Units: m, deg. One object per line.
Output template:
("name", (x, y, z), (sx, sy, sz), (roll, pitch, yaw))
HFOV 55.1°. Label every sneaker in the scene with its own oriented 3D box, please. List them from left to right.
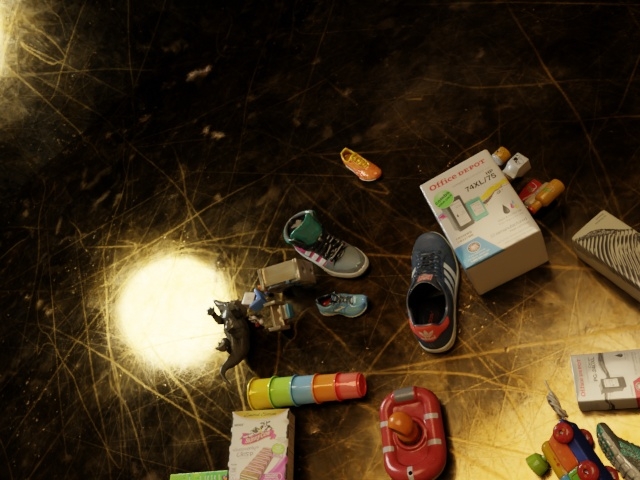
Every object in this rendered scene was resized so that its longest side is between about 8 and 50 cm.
("sneaker", (0.000, 0.000, 1.811), (0.296, 0.178, 0.123), (23, 73, 39))
("sneaker", (0.058, 0.177, 1.728), (0.162, 0.073, 0.063), (-10, 55, 25))
("sneaker", (0.125, -0.243, 1.977), (0.175, 0.067, 0.064), (33, 78, 39))
("sneaker", (0.285, 0.105, 1.592), (0.131, 0.148, 0.350), (-15, 53, 22))
("sneaker", (0.628, 0.435, 1.238), (0.076, 0.065, 0.166), (-25, 51, -7))

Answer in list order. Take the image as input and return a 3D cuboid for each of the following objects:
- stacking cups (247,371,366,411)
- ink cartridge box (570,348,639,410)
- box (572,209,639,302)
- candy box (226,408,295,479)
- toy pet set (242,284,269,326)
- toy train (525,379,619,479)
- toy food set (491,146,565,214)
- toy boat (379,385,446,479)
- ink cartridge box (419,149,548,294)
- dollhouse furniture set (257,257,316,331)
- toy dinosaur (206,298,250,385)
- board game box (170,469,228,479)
("stacking cups", (-0.039, 0.396, 1.622), (0.316, 0.096, 0.096), (-11, 55, 24))
("ink cartridge box", (0.623, 0.300, 1.318), (0.151, 0.063, 0.109), (-11, 55, 24))
("box", (0.722, 0.057, 1.404), (0.113, 0.094, 0.275), (-43, 48, -1))
("candy box", (-0.151, 0.558, 1.573), (0.159, 0.071, 0.233), (-6, 55, 9))
("toy pet set", (-0.174, 0.186, 1.833), (0.065, 0.114, 0.122), (-1, 61, 29))
("toy train", (0.490, 0.437, 1.291), (0.143, 0.105, 0.248), (-48, 40, 22))
("toy food set", (0.532, -0.148, 1.642), (0.104, 0.111, 0.232), (-42, 51, -2))
("toy boat", (0.200, 0.441, 1.414), (0.151, 0.151, 0.231), (-18, 52, 20))
("ink cartridge box", (0.414, -0.045, 1.565), (0.198, 0.197, 0.270), (-30, 57, 10))
("dollhouse furniture set", (-0.085, 0.163, 1.810), (0.129, 0.129, 0.183), (-18, 76, 19))
("toy dinosaur", (-0.252, 0.273, 1.809), (0.121, 0.160, 0.313), (-28, 56, 10))
("board game box", (-0.294, 0.678, 1.623), (0.260, 0.039, 0.124), (-14, 53, 24))
